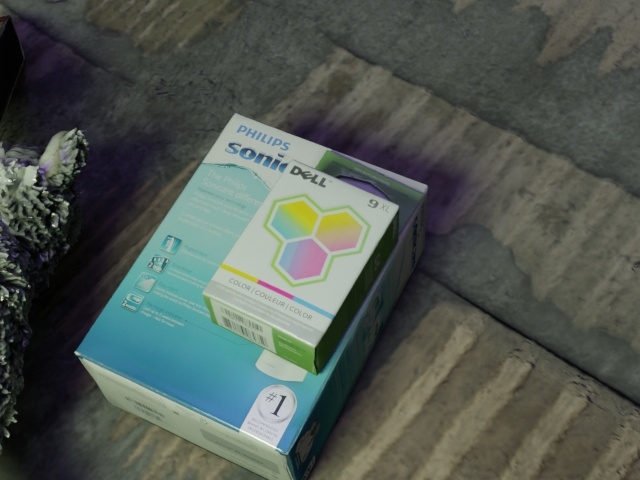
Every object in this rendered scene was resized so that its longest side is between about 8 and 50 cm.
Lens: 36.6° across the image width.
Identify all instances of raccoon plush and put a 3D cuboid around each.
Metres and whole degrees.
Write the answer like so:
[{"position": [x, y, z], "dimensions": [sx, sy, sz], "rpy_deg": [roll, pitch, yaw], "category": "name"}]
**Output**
[{"position": [-0.278, 0.108, 0.885], "dimensions": [0.299, 0.216, 0.446], "rpy_deg": [-27, 87, -34], "category": "raccoon plush"}]

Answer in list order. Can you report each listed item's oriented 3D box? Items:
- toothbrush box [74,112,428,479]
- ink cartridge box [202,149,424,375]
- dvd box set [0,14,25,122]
[{"position": [-0.052, 0.052, 0.925], "dimensions": [0.216, 0.126, 0.296], "rpy_deg": [21, 64, 15], "category": "toothbrush box"}, {"position": [0.000, 0.000, 0.844], "dimensions": [0.109, 0.062, 0.209], "rpy_deg": [25, 63, 16], "category": "ink cartridge box"}, {"position": [-0.540, -0.134, 1.024], "dimensions": [0.420, 0.062, 0.308], "rpy_deg": [-15, 26, -4], "category": "dvd box set"}]
